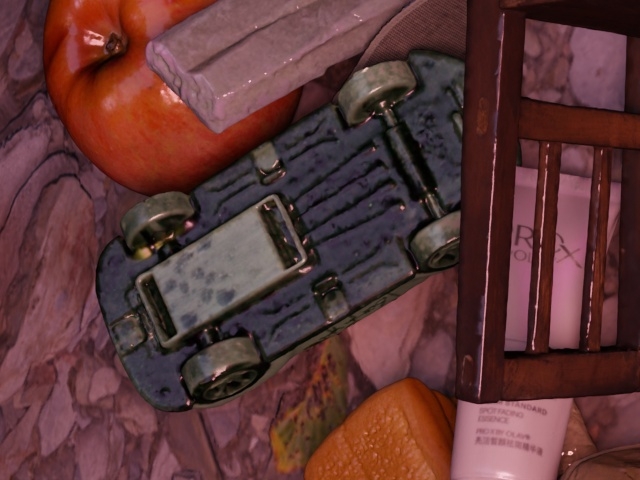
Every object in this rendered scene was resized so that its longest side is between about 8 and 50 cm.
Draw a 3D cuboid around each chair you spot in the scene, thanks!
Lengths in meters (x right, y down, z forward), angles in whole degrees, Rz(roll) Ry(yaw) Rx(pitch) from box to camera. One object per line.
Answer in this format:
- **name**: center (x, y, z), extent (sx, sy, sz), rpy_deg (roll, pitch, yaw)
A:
- **chair**: center (0.213, -0.121, 0.872), extent (0.240, 0.203, 0.416), rpy_deg (-1, 89, 42)

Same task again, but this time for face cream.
- **face cream**: center (0.119, 0.070, 0.995), extent (0.058, 0.092, 0.243), rpy_deg (98, -177, -69)

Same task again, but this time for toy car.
- **toy car**: center (0.000, 0.000, 1.130), extent (0.306, 0.125, 0.136), rpy_deg (-31, 69, 13)

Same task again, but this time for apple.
- **apple**: center (-0.107, -0.137, 1.235), extent (0.209, 0.164, 0.209), rpy_deg (-7, 79, 43)

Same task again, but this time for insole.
- **insole**: center (0.052, -0.103, 1.133), extent (0.232, 0.080, 0.003), rpy_deg (-45, 33, 34)

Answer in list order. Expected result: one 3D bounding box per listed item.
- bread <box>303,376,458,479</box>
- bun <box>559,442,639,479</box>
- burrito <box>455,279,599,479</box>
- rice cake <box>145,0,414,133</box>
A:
- **bread**: center (0.072, 0.187, 1.054), extent (0.116, 0.077, 0.200), rpy_deg (-50, 50, 29)
- **bun**: center (0.198, 0.183, 0.899), extent (0.113, 0.166, 0.173), rpy_deg (-20, 70, -4)
- **burrito**: center (0.132, 0.090, 1.042), extent (0.045, 0.041, 0.185), rpy_deg (92, 160, -60)
- **rice cake**: center (-0.002, -0.152, 1.129), extent (0.226, 0.040, 0.085), rpy_deg (-30, 61, -11)
